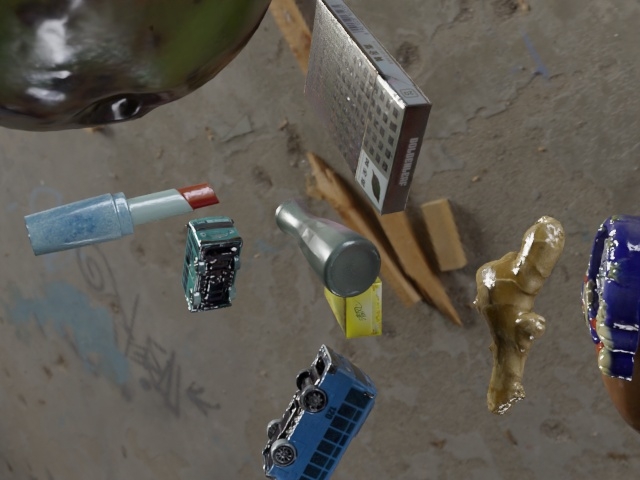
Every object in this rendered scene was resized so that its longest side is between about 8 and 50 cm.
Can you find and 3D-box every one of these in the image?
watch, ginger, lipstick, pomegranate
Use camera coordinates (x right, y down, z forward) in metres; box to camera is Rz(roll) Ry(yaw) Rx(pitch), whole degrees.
[{"bbox_3d":[0.400,0.054,0.846,0.200,0.196,0.171,5,114,14],"label":"watch"},{"bbox_3d":[0.310,0.123,1.247,0.148,0.081,0.333,7,91,38],"label":"ginger"},{"bbox_3d":[-0.280,-0.040,1.114,0.061,0.274,0.068,-160,57,-67],"label":"lipstick"},{"bbox_3d":[-0.125,-0.204,0.351,0.242,0.242,0.306,15,110,37],"label":"pomegranate"}]

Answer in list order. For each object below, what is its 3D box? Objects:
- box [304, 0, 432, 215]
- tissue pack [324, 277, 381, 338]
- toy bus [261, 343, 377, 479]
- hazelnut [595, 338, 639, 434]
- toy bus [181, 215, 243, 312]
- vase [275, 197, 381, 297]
[{"bbox_3d":[0.057,-0.208,1.130,0.325,0.047,0.180,-117,28,-43],"label":"box"},{"bbox_3d":[0.050,0.080,1.274,0.176,0.062,0.095,-121,27,-66],"label":"tissue pack"},{"bbox_3d":[0.000,0.317,1.358,0.133,0.116,0.234,29,95,-11],"label":"toy bus"},{"bbox_3d":[0.630,0.177,1.239,0.315,0.372,0.372,36,129,21],"label":"hazelnut"},{"bbox_3d":[-0.182,0.036,1.273,0.160,0.079,0.092,106,147,-42],"label":"toy bus"},{"bbox_3d":[0.000,0.000,1.098,0.214,0.086,0.086,-139,44,-56],"label":"vase"}]
